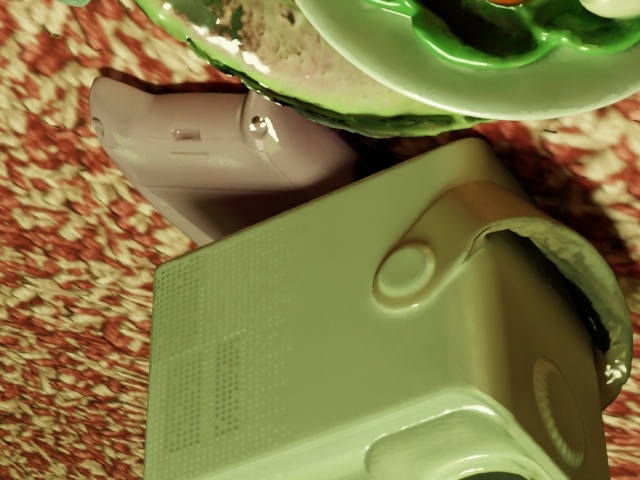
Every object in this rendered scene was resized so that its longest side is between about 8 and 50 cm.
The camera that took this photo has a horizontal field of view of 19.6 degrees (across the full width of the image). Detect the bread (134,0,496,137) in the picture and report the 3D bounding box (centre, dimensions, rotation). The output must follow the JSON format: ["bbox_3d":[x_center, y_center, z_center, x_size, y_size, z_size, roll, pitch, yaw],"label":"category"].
[{"bbox_3d":[0.010,-0.129,0.567,0.228,0.228,0.033,30,135,-12],"label":"bread"}]

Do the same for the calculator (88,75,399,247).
[{"bbox_3d":[0.000,0.001,1.081,0.194,0.043,0.294,3,150,42],"label":"calculator"}]

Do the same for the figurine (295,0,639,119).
[{"bbox_3d":[0.055,-0.113,0.431,0.132,0.132,0.154,23,159,5],"label":"figurine"}]

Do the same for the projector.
[{"bbox_3d":[0.037,0.074,0.945,0.242,0.177,0.163,-22,137,22],"label":"projector"}]

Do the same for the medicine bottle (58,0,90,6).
[{"bbox_3d":[-0.178,-0.184,0.839,0.208,0.054,0.090,32,158,-15],"label":"medicine bottle"}]
